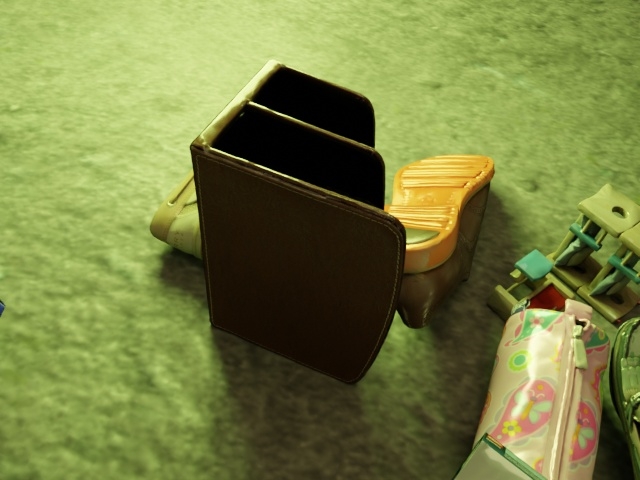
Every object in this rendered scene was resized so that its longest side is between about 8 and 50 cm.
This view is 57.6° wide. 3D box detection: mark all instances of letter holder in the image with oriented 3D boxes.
[{"bbox_3d":[0.000,0.000,0.636,0.214,0.302,0.152,23,53,12],"label":"letter holder"}]

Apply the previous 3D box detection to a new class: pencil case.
[{"bbox_3d":[0.234,0.200,0.619,0.124,0.124,0.284,21,53,11],"label":"pencil case"}]

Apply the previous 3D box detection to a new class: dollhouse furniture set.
[{"bbox_3d":[0.339,0.046,0.744,0.183,0.129,0.129,-29,60,-27],"label":"dollhouse furniture set"}]

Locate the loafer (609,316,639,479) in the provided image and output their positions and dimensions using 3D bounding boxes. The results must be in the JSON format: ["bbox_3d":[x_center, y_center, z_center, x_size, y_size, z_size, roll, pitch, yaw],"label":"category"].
[{"bbox_3d":[0.360,0.205,0.593,0.096,0.084,0.268,-3,71,16],"label":"loafer"}]

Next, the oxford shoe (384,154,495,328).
[{"bbox_3d":[0.160,-0.021,0.801,0.130,0.133,0.364,4,29,28],"label":"oxford shoe"}]

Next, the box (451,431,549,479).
[{"bbox_3d":[0.138,0.307,0.486,0.159,0.044,0.233,36,95,20],"label":"box"}]

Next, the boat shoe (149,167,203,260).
[{"bbox_3d":[-0.121,-0.124,0.839,0.110,0.122,0.341,20,54,9],"label":"boat shoe"}]

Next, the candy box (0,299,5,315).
[{"bbox_3d":[-0.519,0.152,0.560,0.268,0.122,0.317,10,57,2],"label":"candy box"}]
